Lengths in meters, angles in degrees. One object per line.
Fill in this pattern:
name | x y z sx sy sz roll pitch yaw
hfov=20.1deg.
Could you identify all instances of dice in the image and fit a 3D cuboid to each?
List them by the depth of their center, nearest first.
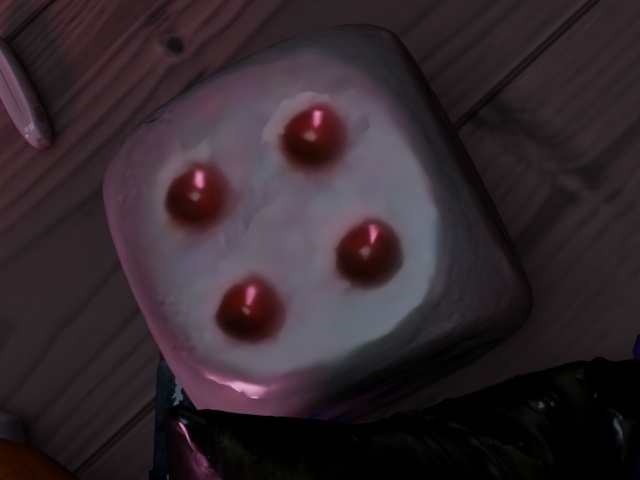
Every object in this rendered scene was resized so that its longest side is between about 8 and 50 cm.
dice | 0.000 0.000 1.035 0.193 0.194 0.191 -28 76 6

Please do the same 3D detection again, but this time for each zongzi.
zongzi | 0.007 0.212 0.911 0.319 0.362 0.383 25 94 42

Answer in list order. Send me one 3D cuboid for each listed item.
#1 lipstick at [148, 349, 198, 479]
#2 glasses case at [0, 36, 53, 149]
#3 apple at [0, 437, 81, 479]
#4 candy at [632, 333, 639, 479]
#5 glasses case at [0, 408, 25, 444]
lipstick | -0.090 0.156 1.108 0.053 0.053 0.234 -2 81 13
glasses case | -0.197 -0.097 1.174 0.021 0.032 0.083 -29 76 5
apple | -0.232 0.265 1.000 0.299 0.299 0.275 -28 63 8
candy | 0.290 0.133 1.018 0.275 0.070 0.145 6 77 18
glasses case | -0.284 0.130 1.142 0.197 0.076 0.049 -6 83 11
